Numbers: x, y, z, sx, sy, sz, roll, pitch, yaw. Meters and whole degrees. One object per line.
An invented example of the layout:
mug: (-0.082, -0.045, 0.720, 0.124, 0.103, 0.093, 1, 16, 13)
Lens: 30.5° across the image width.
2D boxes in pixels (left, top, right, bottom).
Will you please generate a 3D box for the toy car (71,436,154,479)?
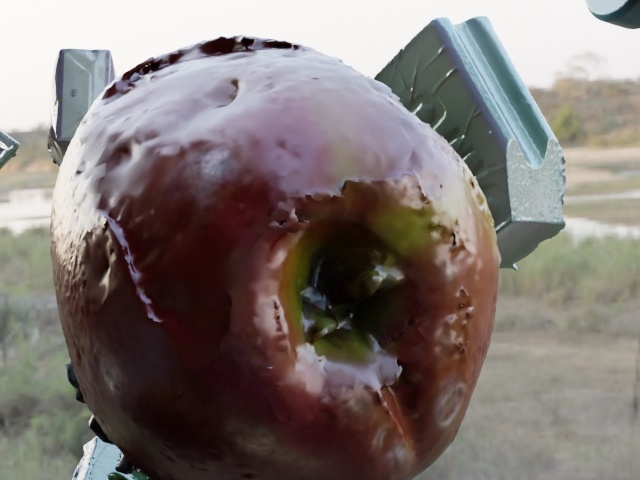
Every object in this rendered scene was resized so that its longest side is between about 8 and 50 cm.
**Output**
toy car: (-0.070, 0.280, 0.985, 0.320, 0.097, 0.141, 28, 14, -10)

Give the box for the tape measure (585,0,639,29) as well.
tape measure: (0.390, -0.332, 1.473, 0.080, 0.146, 0.125, 11, -38, -28)

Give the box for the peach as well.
peach: (-0.043, 0.014, 0.932, 0.339, 0.353, 0.416, -7, 5, -17)

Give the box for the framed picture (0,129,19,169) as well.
framed picture: (-0.558, -0.088, 1.696, 0.019, 0.232, 0.296, 47, -10, -38)

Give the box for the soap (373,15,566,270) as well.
soap: (0.149, -0.088, 1.165, 0.091, 0.231, 0.145, -11, -21, -41)

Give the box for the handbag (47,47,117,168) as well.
handbag: (-0.262, -0.126, 1.308, 0.095, 0.117, 0.173, 2, -19, -6)
